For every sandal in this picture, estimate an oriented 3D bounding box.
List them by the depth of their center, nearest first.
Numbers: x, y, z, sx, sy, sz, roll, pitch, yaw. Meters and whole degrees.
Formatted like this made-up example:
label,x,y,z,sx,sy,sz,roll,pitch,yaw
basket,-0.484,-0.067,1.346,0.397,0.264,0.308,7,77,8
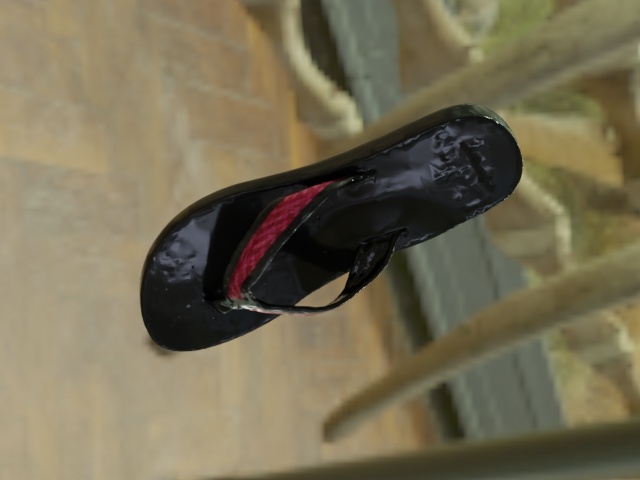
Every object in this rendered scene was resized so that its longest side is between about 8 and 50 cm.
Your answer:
label,x,y,z,sx,sy,sz,roll,pitch,yaw
sandal,0.000,0.000,0.797,0.067,0.179,0.040,53,19,-35
